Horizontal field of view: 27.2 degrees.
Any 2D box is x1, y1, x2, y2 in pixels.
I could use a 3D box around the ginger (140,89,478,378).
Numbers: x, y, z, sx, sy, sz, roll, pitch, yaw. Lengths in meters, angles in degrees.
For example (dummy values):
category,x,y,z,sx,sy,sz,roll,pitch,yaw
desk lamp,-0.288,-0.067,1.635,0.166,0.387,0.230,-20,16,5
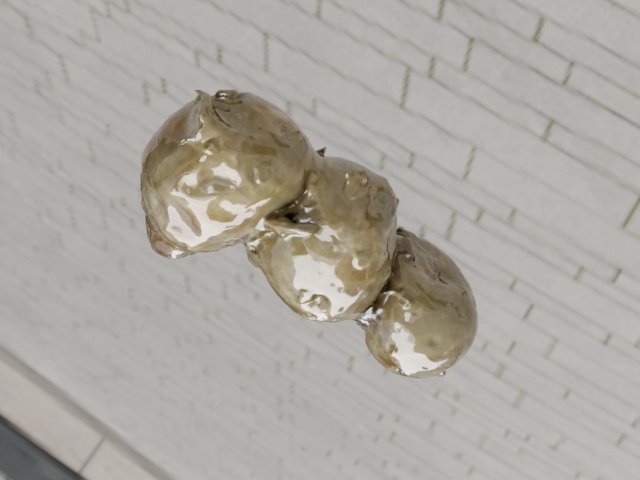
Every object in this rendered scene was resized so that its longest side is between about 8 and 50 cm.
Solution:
category,x,y,z,sx,sy,sz,roll,pitch,yaw
ginger,0.000,0.000,0.686,0.204,0.080,0.104,31,123,-17
